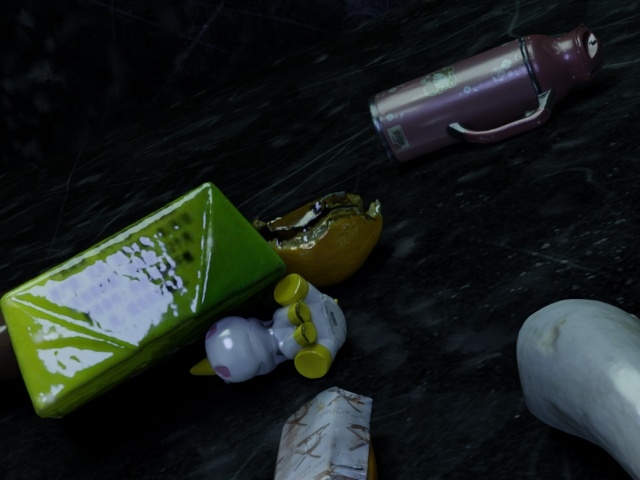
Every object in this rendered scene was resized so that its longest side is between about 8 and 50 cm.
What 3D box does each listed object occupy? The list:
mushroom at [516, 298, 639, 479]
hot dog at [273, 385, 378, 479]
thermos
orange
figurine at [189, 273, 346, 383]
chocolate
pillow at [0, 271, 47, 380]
[{"bbox_3d":[0.204,0.111,0.868,0.103,0.118,0.270,-24,16,0],"label":"mushroom"},{"bbox_3d":[0.002,0.186,1.030,0.108,0.059,0.191,-35,18,16],"label":"hot dog"},{"bbox_3d":[0.237,-0.206,1.767,0.330,0.109,0.136,-20,17,16],"label":"thermos"},{"bbox_3d":[0.000,0.000,1.496,0.170,0.112,0.160,-7,-3,-25],"label":"orange"},{"bbox_3d":[-0.058,0.110,1.316,0.178,0.109,0.129,-25,-6,9],"label":"figurine"},{"bbox_3d":[-0.202,0.071,1.389,0.289,0.137,0.301,-31,-4,-12],"label":"chocolate"},{"bbox_3d":[-0.374,0.104,1.686,0.308,0.108,0.305,-23,11,-36],"label":"pillow"}]
